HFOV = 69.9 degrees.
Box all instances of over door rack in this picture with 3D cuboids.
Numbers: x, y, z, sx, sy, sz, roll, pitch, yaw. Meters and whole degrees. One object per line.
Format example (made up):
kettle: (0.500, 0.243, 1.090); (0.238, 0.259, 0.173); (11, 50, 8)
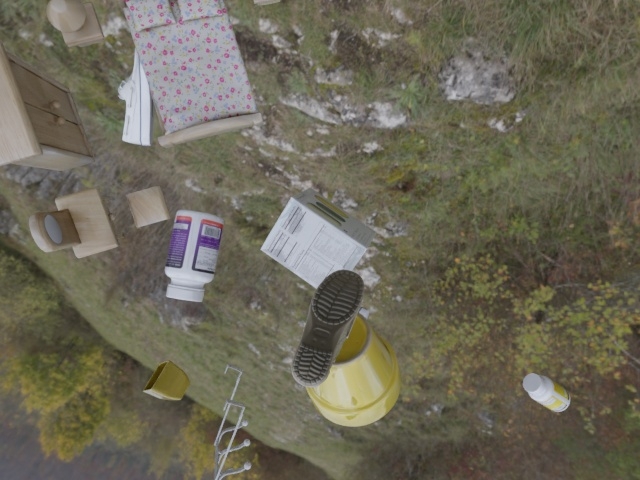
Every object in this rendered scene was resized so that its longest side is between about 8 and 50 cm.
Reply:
over door rack: (-0.269, 0.595, 1.442); (0.108, 0.323, 0.239); (7, -170, -13)

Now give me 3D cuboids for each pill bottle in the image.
pill bottle: (-0.286, 0.036, 1.026); (0.108, 0.193, 0.108); (10, 173, 1)
pill bottle: (0.548, 0.367, 1.116); (0.116, 0.065, 0.065); (33, 147, -25)

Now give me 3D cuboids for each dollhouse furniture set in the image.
dollhouse furniture set: (-0.175, -0.169, 0.543); (0.356, 0.302, 0.174); (-17, -172, -6)

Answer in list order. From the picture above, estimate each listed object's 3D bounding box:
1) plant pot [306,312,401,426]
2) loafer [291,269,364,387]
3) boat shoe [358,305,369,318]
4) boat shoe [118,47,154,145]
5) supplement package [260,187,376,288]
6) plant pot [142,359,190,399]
plant pot: (0.068, 0.306, 1.173); (0.254, 0.253, 0.238); (7, 138, 24)
loafer: (0.012, 0.182, 0.965); (0.102, 0.268, 0.092); (25, 153, 8)
boat shoe: (0.072, 0.364, 1.620); (0.102, 0.301, 0.108); (19, 167, 18)
boat shoe: (-0.472, -0.372, 1.169); (0.084, 0.095, 0.257); (4, 106, -11)
supplement package: (0.000, 0.000, 1.415); (0.263, 0.199, 0.198); (34, 111, 4)
plant pot: (-0.379, 0.360, 1.153); (0.083, 0.081, 0.081); (37, 145, -18)
